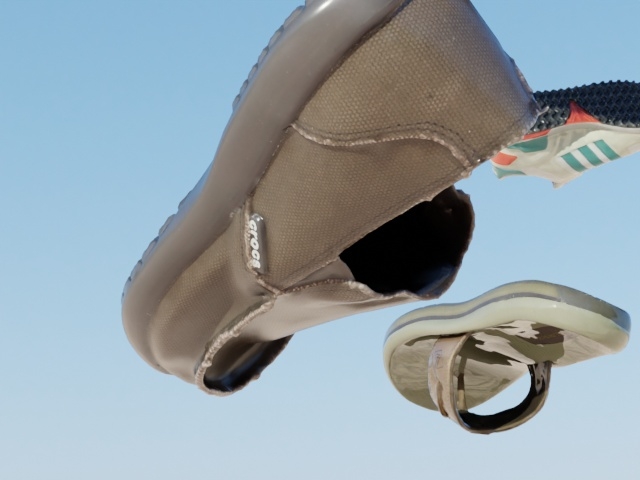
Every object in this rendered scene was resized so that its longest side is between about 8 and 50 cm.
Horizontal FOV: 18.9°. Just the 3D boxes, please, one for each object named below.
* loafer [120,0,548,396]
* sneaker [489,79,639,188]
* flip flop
[{"bbox_3d":[0.000,0.000,0.980,0.134,0.130,0.366,-44,-7,-30],"label":"loafer"},{"bbox_3d":[0.210,-0.080,1.543,0.161,0.057,0.075,-5,-42,-7],"label":"sneaker"},{"bbox_3d":[0.121,0.092,1.335,0.112,0.080,0.277,16,-17,-20],"label":"flip flop"}]
